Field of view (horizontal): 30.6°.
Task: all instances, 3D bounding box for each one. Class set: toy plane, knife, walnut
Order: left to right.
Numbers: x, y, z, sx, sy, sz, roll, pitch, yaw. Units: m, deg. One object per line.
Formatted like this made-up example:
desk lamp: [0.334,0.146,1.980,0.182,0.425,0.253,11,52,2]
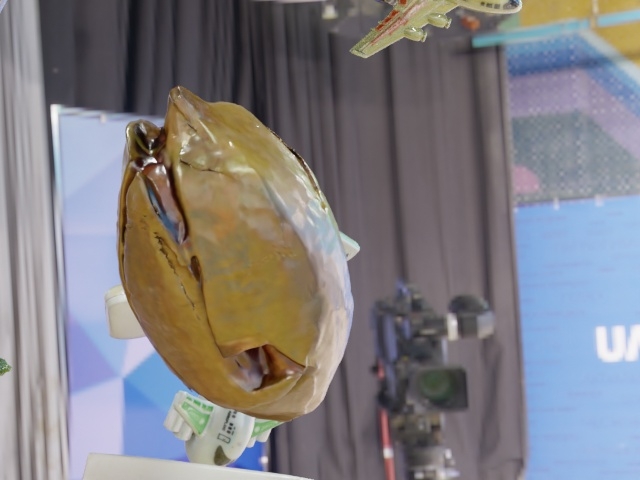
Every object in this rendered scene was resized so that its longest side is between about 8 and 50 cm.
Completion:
toy plane: [-0.102,0.193,1.355,0.174,0.174,0.080,-3,27,-39]
walnut: [-0.052,0.014,0.718,0.137,0.245,0.137,-13,26,7]
knife: [0.000,0.000,1.364,0.044,0.023,0.162,-42,-25,10]
toy plane: [0.118,-0.310,1.356,0.244,0.229,0.092,17,5,-16]

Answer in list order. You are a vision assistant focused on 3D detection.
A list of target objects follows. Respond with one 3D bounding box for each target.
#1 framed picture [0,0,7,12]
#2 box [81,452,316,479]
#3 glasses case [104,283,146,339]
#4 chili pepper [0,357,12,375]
framed picture: [-0.233,-0.258,0.832,0.020,0.289,0.211,24,-10,4]
box: [-0.077,0.265,1.029,0.203,0.106,0.251,5,-17,14]
glasses case: [-0.192,0.073,1.216,0.063,0.041,0.164,-9,-14,-11]
chili pepper: [-0.323,0.120,1.085,0.083,0.027,0.022,-15,-43,18]
